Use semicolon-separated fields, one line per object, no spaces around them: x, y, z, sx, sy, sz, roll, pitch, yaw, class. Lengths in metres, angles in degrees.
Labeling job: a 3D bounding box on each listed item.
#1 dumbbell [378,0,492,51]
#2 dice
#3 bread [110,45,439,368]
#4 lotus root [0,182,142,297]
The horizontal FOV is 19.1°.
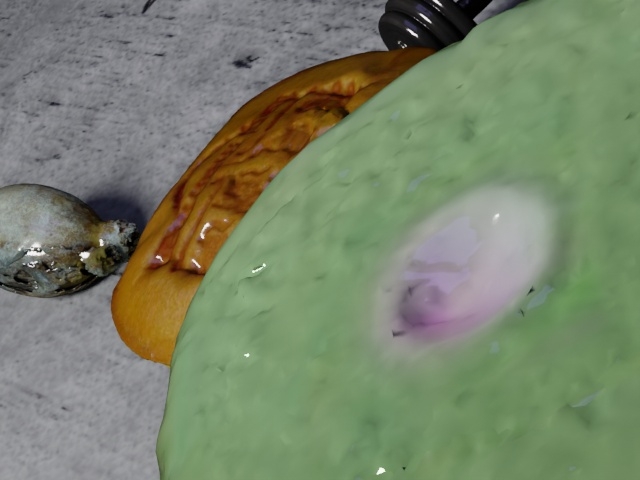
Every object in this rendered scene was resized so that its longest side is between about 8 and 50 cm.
0.114;-0.175;1.345;0.208;0.099;0.099;-45;33;-11;dumbbell
0.147;0.106;0.763;0.318;0.330;0.322;-29;34;22;dice
0.000;0.000;1.196;0.270;0.148;0.270;-25;34;19;bread
-0.214;0.002;1.472;0.165;0.088;0.088;6;53;36;lotus root
